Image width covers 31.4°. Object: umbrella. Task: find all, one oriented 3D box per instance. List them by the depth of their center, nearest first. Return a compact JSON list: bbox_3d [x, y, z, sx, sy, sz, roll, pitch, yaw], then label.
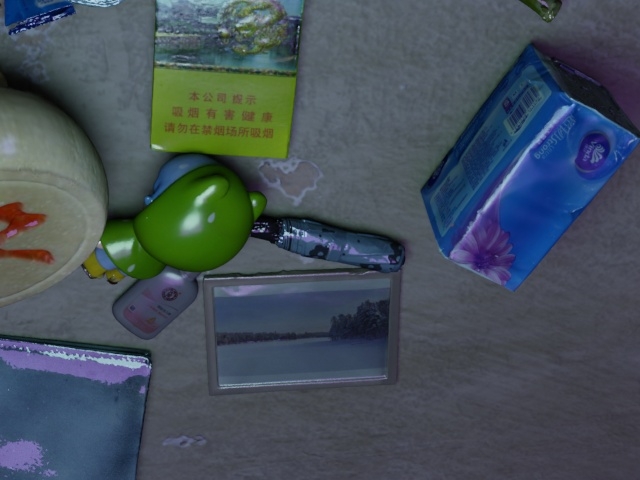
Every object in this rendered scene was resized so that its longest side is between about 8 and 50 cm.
[{"bbox_3d":[0.000,-0.001,1.601,0.250,0.053,0.052,13,110,-12],"label":"umbrella"}]

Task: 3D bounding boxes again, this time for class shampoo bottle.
[{"bbox_3d":[-0.218,0.070,1.624,0.165,0.040,0.080,-41,112,18],"label":"shampoo bottle"}]

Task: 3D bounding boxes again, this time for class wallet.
[{"bbox_3d":[-0.393,0.280,1.721,0.251,0.054,0.290,5,118,-11],"label":"wallet"}]

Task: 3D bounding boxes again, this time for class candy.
[{"bbox_3d":[-0.362,-0.325,1.377,0.088,0.038,0.136,-18,111,1],"label":"candy"}]

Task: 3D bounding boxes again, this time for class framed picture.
[{"bbox_3d":[-0.027,0.137,1.699,0.289,0.016,0.213,-2,121,-5],"label":"framed picture"}]

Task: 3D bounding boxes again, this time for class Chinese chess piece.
[{"bbox_3d":[-0.431,-0.043,1.402,0.338,0.140,0.338,-18,153,-10],"label":"Chinese chess piece"}]

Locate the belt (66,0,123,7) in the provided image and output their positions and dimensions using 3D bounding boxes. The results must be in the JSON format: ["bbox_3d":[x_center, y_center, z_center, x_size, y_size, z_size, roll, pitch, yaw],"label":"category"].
[{"bbox_3d":[-0.276,-0.360,1.339,0.148,0.082,0.163,0,113,-18],"label":"belt"}]

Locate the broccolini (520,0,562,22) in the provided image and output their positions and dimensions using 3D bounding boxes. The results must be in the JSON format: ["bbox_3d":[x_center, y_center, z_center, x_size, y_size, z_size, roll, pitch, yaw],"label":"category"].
[{"bbox_3d":[0.156,-0.387,1.375,0.392,0.074,0.079,30,120,-20],"label":"broccolini"}]

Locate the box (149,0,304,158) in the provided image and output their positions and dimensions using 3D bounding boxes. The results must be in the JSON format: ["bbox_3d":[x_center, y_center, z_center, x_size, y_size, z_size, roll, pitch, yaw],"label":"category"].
[{"bbox_3d":[-0.117,-0.266,1.435,0.187,0.047,0.335,3,119,-7],"label":"box"}]

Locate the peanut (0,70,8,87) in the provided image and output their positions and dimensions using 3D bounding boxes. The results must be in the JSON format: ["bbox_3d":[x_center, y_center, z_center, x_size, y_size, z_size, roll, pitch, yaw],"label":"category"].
[{"bbox_3d":[-0.507,-0.145,1.433,0.263,0.101,0.117,-34,95,16],"label":"peanut"}]

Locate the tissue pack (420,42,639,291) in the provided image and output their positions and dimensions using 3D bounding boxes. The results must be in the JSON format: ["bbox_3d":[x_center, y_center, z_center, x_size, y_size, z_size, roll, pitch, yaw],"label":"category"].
[{"bbox_3d":[0.268,-0.096,1.489,0.146,0.198,0.263,26,114,-18],"label":"tissue pack"}]

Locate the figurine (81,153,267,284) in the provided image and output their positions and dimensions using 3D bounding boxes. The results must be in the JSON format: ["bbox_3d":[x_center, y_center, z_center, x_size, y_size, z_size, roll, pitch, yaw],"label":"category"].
[{"bbox_3d":[-0.200,-0.014,1.519,0.263,0.143,0.162,-27,148,26],"label":"figurine"}]
